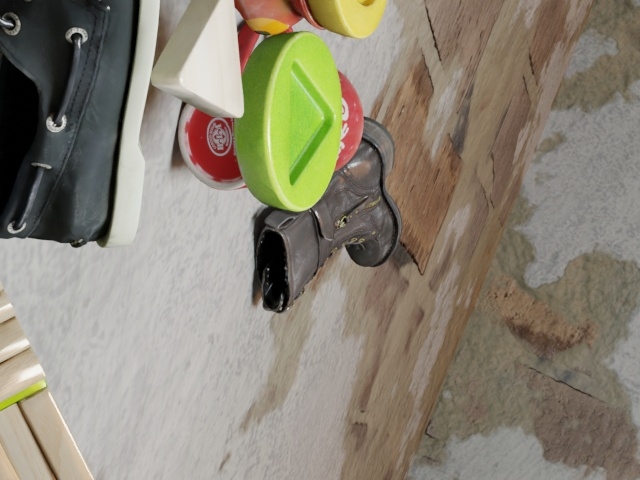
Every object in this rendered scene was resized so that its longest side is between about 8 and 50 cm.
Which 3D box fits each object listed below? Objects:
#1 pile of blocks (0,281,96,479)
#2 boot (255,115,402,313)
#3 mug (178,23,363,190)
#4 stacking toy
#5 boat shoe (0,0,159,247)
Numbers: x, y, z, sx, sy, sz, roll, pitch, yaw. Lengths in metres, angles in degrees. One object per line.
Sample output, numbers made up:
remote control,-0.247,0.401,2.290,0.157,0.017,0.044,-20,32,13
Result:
pile of blocks,-0.241,0.047,0.701,0.112,0.149,0.362,-28,139,-17
boot,0.000,0.000,1.413,0.229,0.091,0.263,-52,152,-31
mug,-0.057,-0.117,1.097,0.113,0.150,0.169,-37,174,28
stacking toy,-0.073,-0.181,0.872,0.309,0.130,0.280,42,57,-61
boat shoe,-0.164,-0.129,0.709,0.113,0.127,0.340,-8,139,-20
